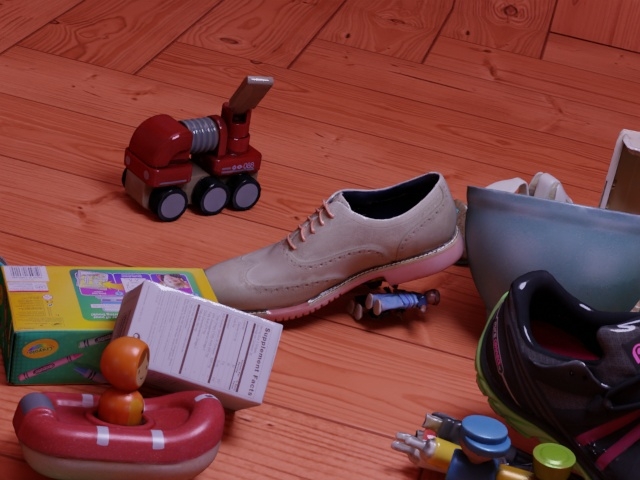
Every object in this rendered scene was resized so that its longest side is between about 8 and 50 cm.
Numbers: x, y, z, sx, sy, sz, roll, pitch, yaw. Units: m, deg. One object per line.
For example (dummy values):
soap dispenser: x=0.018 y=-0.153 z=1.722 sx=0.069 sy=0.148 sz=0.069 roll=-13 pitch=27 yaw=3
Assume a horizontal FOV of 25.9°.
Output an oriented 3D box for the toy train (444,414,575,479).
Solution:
toy train: x=0.254 y=0.290 z=1.547 sx=0.248 sy=0.143 sz=0.105 roll=15 pitch=26 yaw=9

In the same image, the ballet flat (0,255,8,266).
ballet flat: x=-0.542 y=0.062 z=1.743 sx=0.106 sy=0.108 sz=0.316 roll=22 pitch=25 yaw=37

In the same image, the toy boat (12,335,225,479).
toy boat: x=-0.218 y=0.180 z=1.541 sx=0.231 sy=0.151 sz=0.151 roll=7 pitch=10 yaw=-21

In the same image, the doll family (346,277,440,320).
doll family: x=0.093 y=0.071 z=2.020 sx=0.111 sy=0.076 sz=0.193 roll=1 pitch=32 yaw=-31

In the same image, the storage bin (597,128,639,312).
storage bin: x=0.554 y=-0.013 z=2.153 sx=0.260 sy=0.262 sz=0.123 roll=17 pitch=25 yaw=12

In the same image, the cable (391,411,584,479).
cable: x=0.224 y=0.281 z=1.686 sx=0.287 sy=0.072 sz=0.139 roll=25 pitch=-2 yaw=-2

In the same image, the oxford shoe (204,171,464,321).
oxford shoe: x=0.000 y=0.000 z=1.941 sx=0.397 sy=0.146 sz=0.140 roll=-18 pitch=36 yaw=-8

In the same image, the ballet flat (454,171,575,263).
ballet flat: x=0.330 y=-0.047 z=2.291 sx=0.342 sy=0.124 sz=0.116 roll=-8 pitch=32 yaw=-35

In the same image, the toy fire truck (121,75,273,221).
toy fire truck: x=-0.178 y=-0.163 z=2.179 sx=0.217 sy=0.246 sz=0.158 roll=-9 pitch=32 yaw=-36

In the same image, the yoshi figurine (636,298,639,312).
yoshi figurine: x=0.501 y=0.147 z=1.875 sx=0.203 sy=0.204 sz=0.362 roll=12 pitch=18 yaw=9

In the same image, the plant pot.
plant pot: x=0.337 y=0.041 z=1.979 sx=0.293 sy=0.196 sz=0.293 roll=9 pitch=3 yaw=-1

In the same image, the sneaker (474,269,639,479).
sneaker: x=0.373 y=0.195 z=1.588 sx=0.483 sy=0.202 sz=0.185 roll=31 pitch=43 yaw=32

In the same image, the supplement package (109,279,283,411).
supplement package: x=-0.154 y=0.129 z=1.669 sx=0.179 sy=0.105 sz=0.105 roll=20 pitch=-18 yaw=-17

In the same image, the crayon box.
crayon box: x=-0.267 y=0.106 z=1.783 sx=0.278 sy=0.081 sz=0.165 roll=1 pitch=28 yaw=-20
